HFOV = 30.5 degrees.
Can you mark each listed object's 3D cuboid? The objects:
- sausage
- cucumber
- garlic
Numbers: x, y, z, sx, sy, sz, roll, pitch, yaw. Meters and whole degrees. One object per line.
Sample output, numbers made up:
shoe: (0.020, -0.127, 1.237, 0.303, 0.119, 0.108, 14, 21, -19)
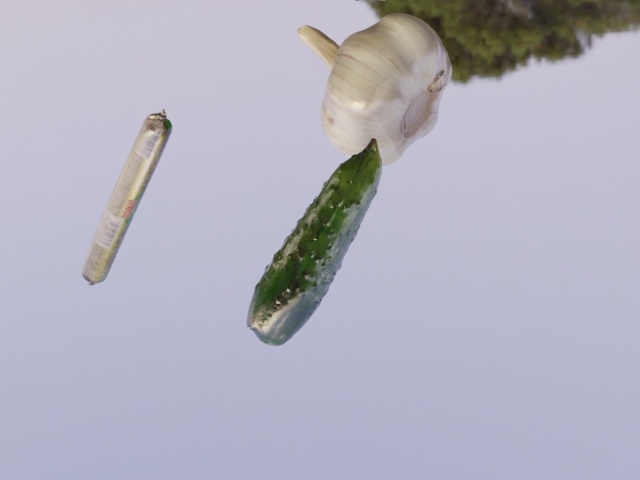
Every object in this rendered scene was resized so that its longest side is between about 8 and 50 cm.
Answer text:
sausage: (-0.211, -0.040, 1.263, 0.033, 0.269, 0.033, 18, -140, -16)
cucumber: (0.000, 0.000, 1.144, 0.069, 0.069, 0.227, 25, -98, 52)
garlic: (0.044, -0.217, 1.476, 0.226, 0.199, 0.199, 38, -135, 25)
